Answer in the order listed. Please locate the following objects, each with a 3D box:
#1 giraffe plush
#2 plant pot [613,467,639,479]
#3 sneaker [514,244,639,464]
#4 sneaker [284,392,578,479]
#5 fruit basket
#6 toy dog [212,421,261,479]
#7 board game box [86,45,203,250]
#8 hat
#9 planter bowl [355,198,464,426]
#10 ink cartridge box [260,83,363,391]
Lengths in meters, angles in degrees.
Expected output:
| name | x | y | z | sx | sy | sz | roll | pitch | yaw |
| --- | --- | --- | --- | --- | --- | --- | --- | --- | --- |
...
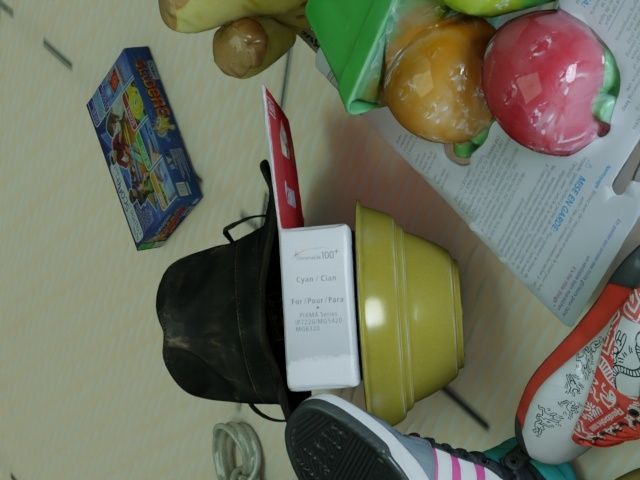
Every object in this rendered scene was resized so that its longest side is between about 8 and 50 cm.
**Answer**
| name | x | y | z | sx | sy | sz | roll | pitch | yaw |
| --- | --- | --- | --- | --- | --- | --- | --- | --- | --- |
| giraffe plush | -0.020 | -0.249 | 1.659 | 0.170 | 0.210 | 0.181 | -29 | 46 | 51 |
| plant pot | 0.242 | 0.257 | 1.458 | 0.134 | 0.095 | 0.134 | 20 | 114 | 54 |
| sneaker | 0.250 | 0.131 | 1.416 | 0.145 | 0.090 | 0.270 | 60 | 140 | 33 |
| sneaker | 0.118 | 0.208 | 1.552 | 0.295 | 0.178 | 0.124 | 43 | 128 | 0 |
| fruit basket | 0.158 | -0.158 | 1.466 | 0.353 | 0.165 | 0.327 | 44 | 135 | 22 |
| toy dog | -0.139 | 0.383 | 2.027 | 0.220 | 0.161 | 0.333 | 46 | 135 | 41 |
| board game box | -0.209 | -0.107 | 2.122 | 0.136 | 0.035 | 0.201 | -44 | 61 | 52 |
| hat | -0.085 | 0.075 | 1.740 | 0.331 | 0.134 | 0.331 | -5 | -90 | -86 |
| planter bowl | 0.083 | 0.068 | 1.626 | 0.217 | 0.090 | 0.217 | -3 | -90 | -86 |
| ink cartridge box | 0.000 | 0.000 | 1.649 | 0.296 | 0.066 | 0.261 | 27 | -122 | -86 |
